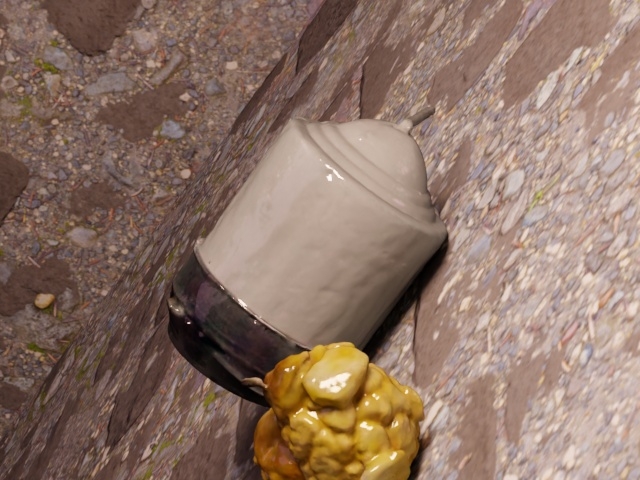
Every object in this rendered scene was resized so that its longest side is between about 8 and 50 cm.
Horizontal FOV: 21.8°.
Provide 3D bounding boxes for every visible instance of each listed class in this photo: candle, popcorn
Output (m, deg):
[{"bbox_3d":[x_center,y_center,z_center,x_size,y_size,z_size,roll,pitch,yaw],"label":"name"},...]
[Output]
[{"bbox_3d":[0.000,0.000,1.764,0.342,0.221,0.221,-55,16,14],"label":"candle"},{"bbox_3d":[0.022,0.177,1.529,0.140,0.163,0.194,-48,-28,-40],"label":"popcorn"}]
